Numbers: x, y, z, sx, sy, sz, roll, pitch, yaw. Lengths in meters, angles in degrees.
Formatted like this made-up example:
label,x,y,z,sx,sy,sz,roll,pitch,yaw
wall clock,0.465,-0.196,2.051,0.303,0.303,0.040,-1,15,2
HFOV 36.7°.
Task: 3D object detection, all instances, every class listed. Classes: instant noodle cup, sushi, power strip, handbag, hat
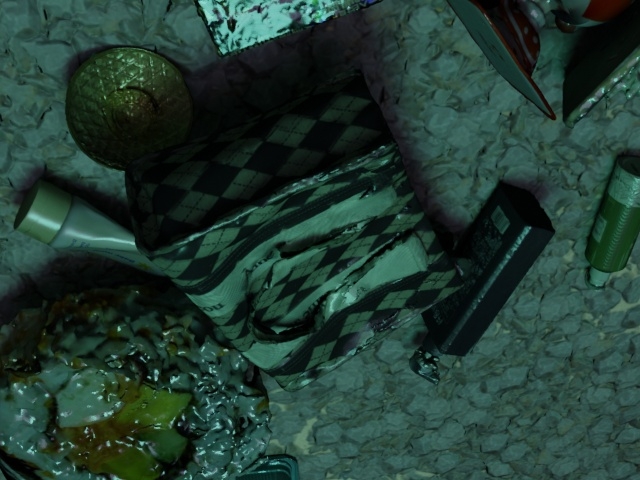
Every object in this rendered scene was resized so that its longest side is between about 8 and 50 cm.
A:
label,x,y,z,sx,sy,sz,roll,pitch,yaw
instant noodle cup,-0.120,0.431,1.580,0.179,0.070,0.157,-5,127,-5
sushi,-0.266,0.220,1.312,0.418,0.176,0.417,-3,130,-3
power strip,0.358,-0.209,1.076,0.064,0.213,0.198,40,116,-6
handbag,0.000,0.000,1.167,0.317,0.180,0.416,-25,145,6
hat,-0.223,-0.146,1.121,0.146,0.067,0.146,1,86,-15

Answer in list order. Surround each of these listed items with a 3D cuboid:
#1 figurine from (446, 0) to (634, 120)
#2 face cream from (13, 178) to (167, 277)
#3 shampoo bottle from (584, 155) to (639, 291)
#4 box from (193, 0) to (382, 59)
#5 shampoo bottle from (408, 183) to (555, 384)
label,x,y,z,sx,sy,sz,roll,pitch,yaw
figurine,0.272,-0.286,1.054,0.226,0.160,0.183,-39,125,8
face cream,-0.265,0.003,1.211,0.224,0.070,0.114,29,160,-26
shampoo bottle,0.407,-0.016,1.328,0.065,0.065,0.204,1,126,-11
box,-0.070,-0.357,0.964,0.198,0.084,0.310,-20,128,5
shampoo bottle,0.207,0.072,1.337,0.071,0.098,0.309,12,125,-28
